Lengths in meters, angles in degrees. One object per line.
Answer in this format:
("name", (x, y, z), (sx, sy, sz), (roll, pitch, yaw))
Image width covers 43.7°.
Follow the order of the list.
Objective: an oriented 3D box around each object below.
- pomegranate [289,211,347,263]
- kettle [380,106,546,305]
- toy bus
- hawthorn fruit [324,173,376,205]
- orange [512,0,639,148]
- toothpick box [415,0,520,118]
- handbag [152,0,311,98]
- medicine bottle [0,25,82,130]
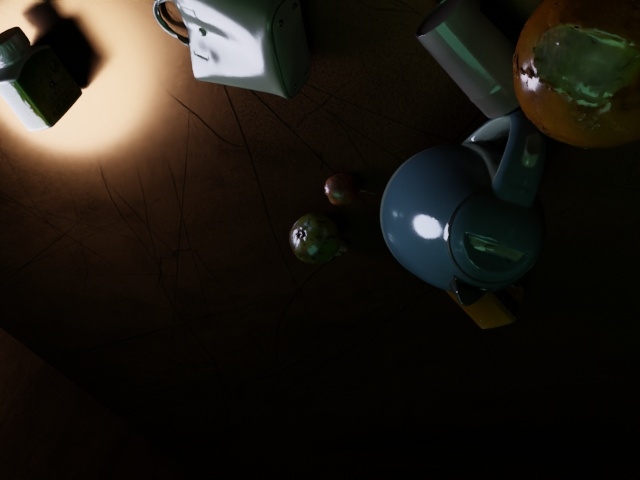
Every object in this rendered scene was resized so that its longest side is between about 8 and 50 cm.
("pomegranate", (0.000, 0.000, 1.727), (0.115, 0.114, 0.142), (-7, 161, 37))
("kettle", (0.255, -0.062, 1.278), (0.247, 0.319, 0.342), (17, -175, -7))
("toy bus", (0.313, 0.081, 1.614), (0.098, 0.114, 0.201), (-21, 123, 44))
("hawthorn fruit", (0.061, -0.102, 1.596), (0.103, 0.066, 0.066), (-3, 136, 17))
("orange", (0.382, -0.239, 1.082), (0.240, 0.240, 0.240), (17, 143, 13))
("toothpick box", (0.243, -0.284, 1.218), (0.181, 0.111, 0.111), (43, 141, -19))
("handbag", (-0.178, -0.360, 1.391), (0.315, 0.109, 0.241), (15, 143, 21))
("medicine bottle", (-0.601, -0.338, 1.648), (0.088, 0.132, 0.188), (-2, 134, 33))
